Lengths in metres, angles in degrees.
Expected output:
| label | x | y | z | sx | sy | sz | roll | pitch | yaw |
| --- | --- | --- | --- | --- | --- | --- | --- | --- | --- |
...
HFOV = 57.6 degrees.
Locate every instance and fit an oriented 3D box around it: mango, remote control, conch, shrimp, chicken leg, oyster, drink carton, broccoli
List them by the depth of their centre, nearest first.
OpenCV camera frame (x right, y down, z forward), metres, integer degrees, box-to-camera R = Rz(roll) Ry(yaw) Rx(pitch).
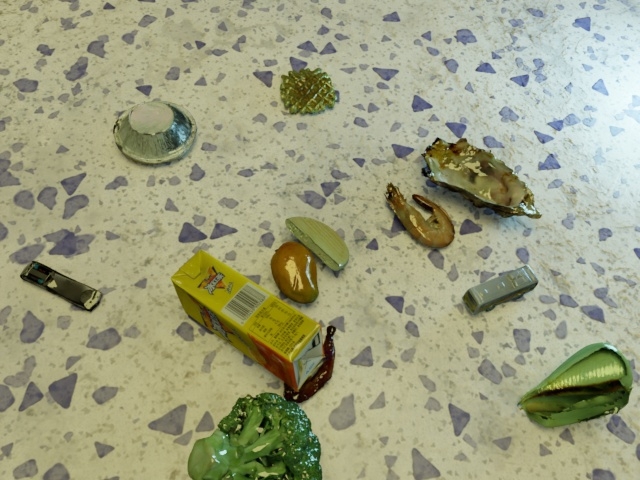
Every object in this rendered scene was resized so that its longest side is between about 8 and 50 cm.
| label | x | y | z | sx | sy | sz | roll | pitch | yaw |
| --- | --- | --- | --- | --- | --- | --- | --- | --- | --- |
| broccoli | -0.132 | 0.425 | 1.123 | 0.270 | 0.270 | 0.270 | 20 | 45 | -44 |
| conch | 0.578 | 0.329 | 1.275 | 0.250 | 0.137 | 0.143 | -31 | 66 | -20 |
| drink carton | -0.163 | 0.174 | 1.296 | 0.351 | 0.155 | 0.111 | 28 | 59 | 24 |
| chicken leg | -0.012 | 0.285 | 1.328 | 0.093 | 0.053 | 0.205 | 32 | 57 | 32 |
| remote control | -0.628 | 0.109 | 1.412 | 0.212 | 0.028 | 0.059 | 22 | 59 | 10 |
| mango | -0.065 | 0.080 | 1.429 | 0.115 | 0.089 | 0.165 | 2 | 61 | -13 |
| shrimp | 0.267 | -0.075 | 1.558 | 0.133 | 0.053 | 0.236 | -36 | 70 | -20 |
| oyster | 0.441 | -0.166 | 1.602 | 0.361 | 0.096 | 0.221 | 25 | 56 | 12 |

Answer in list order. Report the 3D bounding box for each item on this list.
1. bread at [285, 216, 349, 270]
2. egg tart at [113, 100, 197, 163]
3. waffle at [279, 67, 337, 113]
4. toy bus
| label | x | y | z | sx | sy | sz | roll | pitch | yaw |
| --- | --- | --- | --- | --- | --- | --- | --- | --- | --- |
| bread | 0.005 | 0.001 | 1.493 | 0.193 | 0.036 | 0.112 | 42 | 34 | 17 |
| egg tart | -0.469 | -0.320 | 1.648 | 0.234 | 0.094 | 0.234 | 3 | 58 | -4 |
| waffle | -0.041 | -0.460 | 1.789 | 0.169 | 0.036 | 0.184 | -11 | 59 | -8 |
| toy bus | 0.445 | 0.119 | 1.435 | 0.190 | 0.075 | 0.064 | -20 | 61 | -14 |
